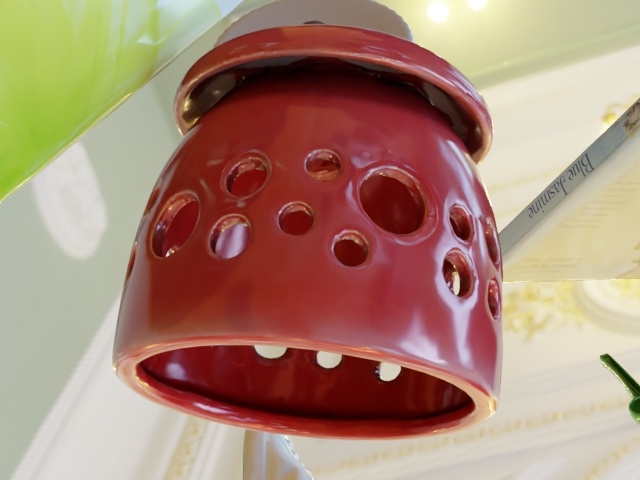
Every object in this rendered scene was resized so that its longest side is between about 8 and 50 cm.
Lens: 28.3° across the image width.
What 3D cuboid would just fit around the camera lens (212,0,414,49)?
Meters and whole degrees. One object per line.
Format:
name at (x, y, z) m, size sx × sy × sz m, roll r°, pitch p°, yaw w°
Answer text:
camera lens at (0.006, -0.083, 1.299) m, size 0.219 × 0.274 × 0.219 m, roll -5°, pitch -138°, yaw 4°

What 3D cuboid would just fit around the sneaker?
sneaker at (-0.026, 0.294, 1.386) m, size 0.123 × 0.106 × 0.290 m, roll -2°, pitch -147°, yaw -3°

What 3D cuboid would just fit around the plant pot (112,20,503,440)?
plant pot at (0.000, 0.000, 0.649) m, size 0.191 × 0.191 × 0.174 m, roll -8°, pitch -117°, yaw 30°

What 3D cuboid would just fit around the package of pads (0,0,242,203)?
package of pads at (-0.159, -0.151, 0.595) m, size 0.101 × 0.229 × 0.296 m, roll 14°, pitch -132°, yaw 36°

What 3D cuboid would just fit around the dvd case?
dvd case at (0.245, -0.037, 0.923) m, size 0.180 × 0.022 × 0.253 m, roll 0°, pitch 150°, yaw -29°

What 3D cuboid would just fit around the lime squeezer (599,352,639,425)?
lime squeezer at (0.417, 0.175, 1.566) m, size 0.058 × 0.110 × 0.310 m, roll -1°, pitch 168°, yaw -3°
